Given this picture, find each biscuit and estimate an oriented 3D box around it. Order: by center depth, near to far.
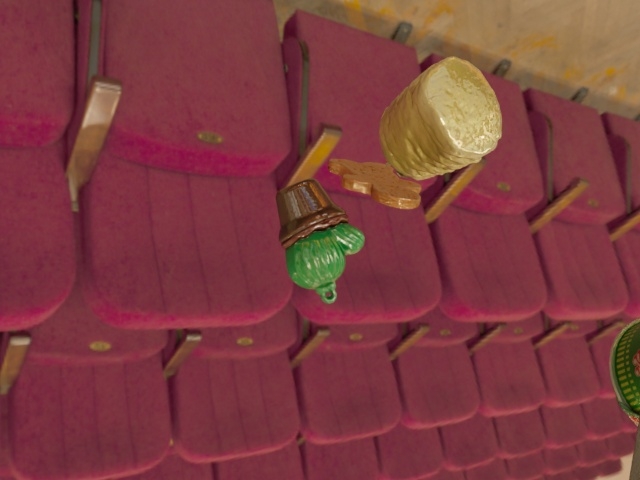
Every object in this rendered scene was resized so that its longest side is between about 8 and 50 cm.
[{"bbox_3d":[0.110,-0.106,1.172,0.166,0.250,0.036,2,112,-22],"label":"biscuit"}]

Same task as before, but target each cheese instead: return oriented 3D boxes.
[{"bbox_3d":[0.140,-0.141,0.750,0.094,0.123,0.167,-20,-179,-14],"label":"cheese"}]

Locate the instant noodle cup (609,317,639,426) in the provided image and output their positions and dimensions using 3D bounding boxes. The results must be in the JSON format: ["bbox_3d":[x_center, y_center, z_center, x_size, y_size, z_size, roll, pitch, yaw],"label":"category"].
[{"bbox_3d":[0.529,0.156,0.781,0.207,0.207,0.232,-10,155,-14],"label":"instant noodle cup"}]

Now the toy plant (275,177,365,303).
[{"bbox_3d":[0.000,0.000,0.990,0.143,0.200,0.105,-23,-178,-19],"label":"toy plant"}]

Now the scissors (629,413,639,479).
[{"bbox_3d":[0.316,0.276,0.589,0.029,0.446,0.193,23,163,-22],"label":"scissors"}]
